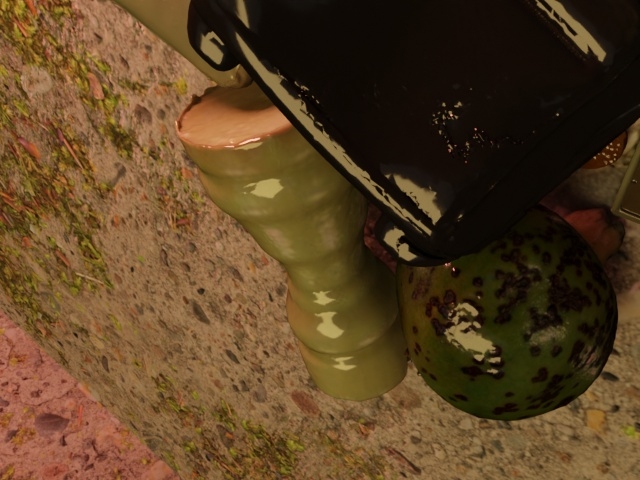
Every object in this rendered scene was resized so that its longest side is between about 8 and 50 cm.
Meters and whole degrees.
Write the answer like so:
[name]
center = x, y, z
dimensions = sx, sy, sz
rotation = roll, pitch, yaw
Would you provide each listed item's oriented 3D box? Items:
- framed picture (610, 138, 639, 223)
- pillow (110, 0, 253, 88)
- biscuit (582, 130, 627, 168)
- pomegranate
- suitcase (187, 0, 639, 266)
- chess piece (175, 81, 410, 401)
[framed picture]
center = 0.375, -0.078, 0.647
dimensions = 0.150, 0.015, 0.203
rotation = 26, 137, 24
[pillow]
center = -0.162, -0.353, 0.786
dimensions = 0.322, 0.120, 0.255
rotation = 39, 119, 15
[biscuit]
center = 0.221, -0.146, 0.716
dimensions = 0.205, 0.031, 0.138
rotation = 37, 142, 13
[pomegranate]
center = 0.212, 0.063, 0.762
dimensions = 0.254, 0.270, 0.254
rotation = 55, 177, 4
[suitcase]
center = 0.103, -0.194, 0.586
dimensions = 0.339, 0.188, 0.345
rotation = -44, 87, 14
[chess piece]
center = 0.000, 0.000, 0.917
dimensions = 0.234, 0.234, 0.442
rotation = 9, 134, 38
